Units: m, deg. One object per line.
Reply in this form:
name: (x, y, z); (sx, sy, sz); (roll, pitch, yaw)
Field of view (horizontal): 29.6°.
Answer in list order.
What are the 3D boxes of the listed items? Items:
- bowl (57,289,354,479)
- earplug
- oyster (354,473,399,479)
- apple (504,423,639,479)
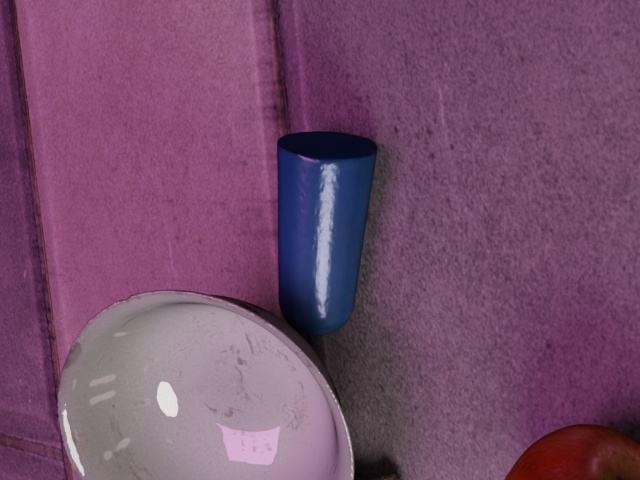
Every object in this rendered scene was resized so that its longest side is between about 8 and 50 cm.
bowl: (-0.132, 0.234, 1.702); (0.435, 0.196, 0.435); (7, 113, 17)
earplug: (0.000, 0.000, 1.633); (0.132, 0.132, 0.273); (22, 118, 40)
oyster: (0.021, 0.430, 1.727); (0.268, 0.112, 0.198); (-21, 63, 53)
apple: (0.293, 0.341, 1.338); (0.242, 0.242, 0.241); (48, 130, 27)
